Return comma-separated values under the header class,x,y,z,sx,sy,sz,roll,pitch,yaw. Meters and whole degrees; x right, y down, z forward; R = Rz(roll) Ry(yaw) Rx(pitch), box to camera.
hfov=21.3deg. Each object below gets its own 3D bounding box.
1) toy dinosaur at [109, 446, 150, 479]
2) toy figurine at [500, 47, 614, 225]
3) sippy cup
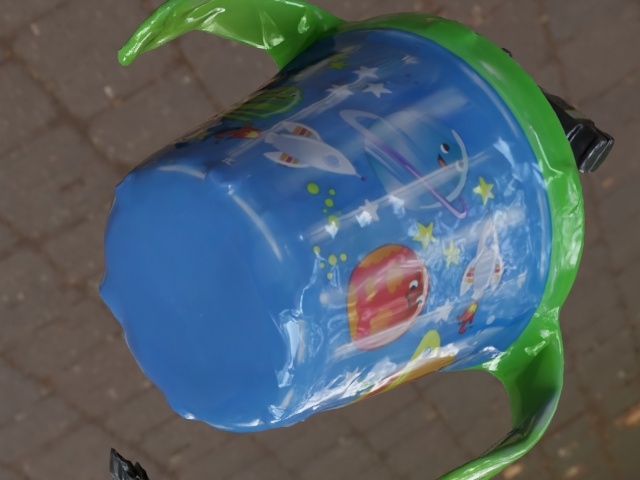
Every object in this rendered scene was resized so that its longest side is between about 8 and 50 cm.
class,x,y,z,sx,sy,sz,roll,pitch,yaw
toy dinosaur,-0.160,0.311,1.423,0.218,0.322,0.164,-55,162,-4
toy figurine,0.134,-0.038,1.494,0.209,0.148,0.213,-43,160,-24
sippy cup,0.000,0.000,1.010,0.224,0.305,0.240,-25,131,-44
